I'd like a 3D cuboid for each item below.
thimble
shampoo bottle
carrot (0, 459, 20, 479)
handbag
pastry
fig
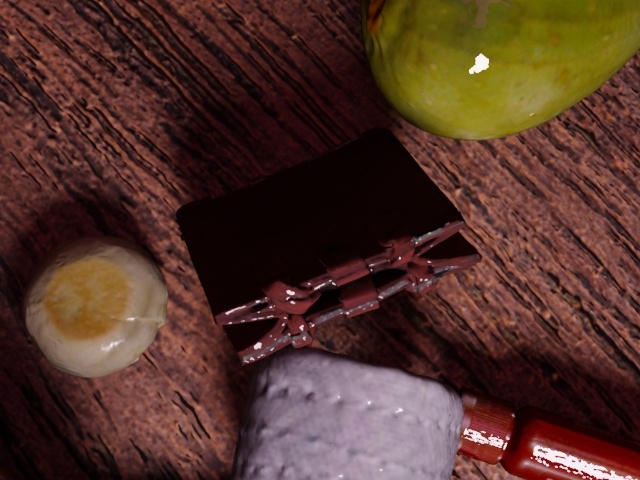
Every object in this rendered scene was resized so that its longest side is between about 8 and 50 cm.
[{"bbox_3d":[0.020,0.201,1.259,0.217,0.245,0.157,19,78,-20],"label":"thimble"},{"bbox_3d":[0.284,0.231,1.319,0.314,0.118,0.076,18,84,2],"label":"shampoo bottle"},{"bbox_3d":[-0.349,0.232,1.353,0.036,0.035,0.165,-35,84,-7],"label":"carrot"},{"bbox_3d":[-0.001,-0.001,1.288,0.260,0.275,0.084,-21,116,-4],"label":"handbag"},{"bbox_3d":[-0.240,0.067,1.358,0.156,0.092,0.156,0,72,0],"label":"pastry"},{"bbox_3d":[0.203,-0.242,1.352,0.326,0.258,0.258,-13,79,-21],"label":"fig"}]
